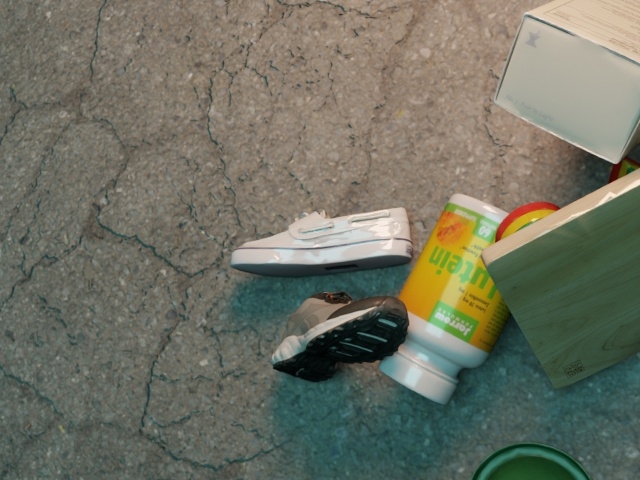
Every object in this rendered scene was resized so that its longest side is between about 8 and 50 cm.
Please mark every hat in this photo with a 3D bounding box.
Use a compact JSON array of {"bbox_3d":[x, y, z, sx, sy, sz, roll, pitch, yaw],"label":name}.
[{"bbox_3d":[0.242,0.343,1.011,0.172,0.183,0.209,-20,74,15],"label":"hat"}]

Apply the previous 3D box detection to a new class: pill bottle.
[{"bbox_3d":[0.173,0.077,1.112,0.136,0.136,0.246,27,90,22],"label":"pill bottle"}]

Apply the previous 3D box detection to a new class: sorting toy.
[{"bbox_3d":[0.336,0.020,1.011,0.257,0.255,0.089,-28,39,10],"label":"sorting toy"}]

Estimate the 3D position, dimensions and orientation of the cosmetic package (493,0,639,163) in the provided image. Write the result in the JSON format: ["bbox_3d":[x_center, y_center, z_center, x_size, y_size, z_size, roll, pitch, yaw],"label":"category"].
[{"bbox_3d":[0.348,-0.213,1.011,0.160,0.309,0.113,33,130,23],"label":"cosmetic package"}]

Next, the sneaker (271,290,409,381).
[{"bbox_3d":[0.019,0.106,1.124,0.271,0.100,0.108,-30,45,56],"label":"sneaker"}]

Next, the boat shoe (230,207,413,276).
[{"bbox_3d":[0.000,0.000,1.223,0.258,0.095,0.084,-4,74,8],"label":"boat shoe"}]
